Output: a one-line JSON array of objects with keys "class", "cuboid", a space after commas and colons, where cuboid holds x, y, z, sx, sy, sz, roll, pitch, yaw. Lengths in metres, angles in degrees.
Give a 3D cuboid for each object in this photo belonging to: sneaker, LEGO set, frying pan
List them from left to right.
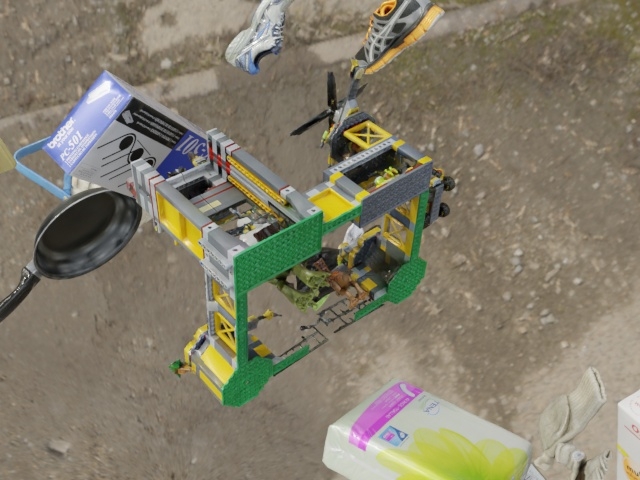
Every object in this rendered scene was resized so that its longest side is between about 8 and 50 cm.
[{"class": "frying pan", "cuboid": [-0.423, 0.032, 1.263, 0.326, 0.197, 0.053, -48, 68, 13]}, {"class": "sneaker", "cuboid": [-0.069, -0.286, 1.058, 0.058, 0.052, 0.135, 41, 104, 10]}, {"class": "LEGO set", "cuboid": [-0.045, -0.014, 0.784, 0.331, 0.254, 0.192, -34, 53, -24]}, {"class": "sneaker", "cuboid": [0.114, -0.349, 1.265, 0.083, 0.215, 0.084, 44, 58, -12]}]

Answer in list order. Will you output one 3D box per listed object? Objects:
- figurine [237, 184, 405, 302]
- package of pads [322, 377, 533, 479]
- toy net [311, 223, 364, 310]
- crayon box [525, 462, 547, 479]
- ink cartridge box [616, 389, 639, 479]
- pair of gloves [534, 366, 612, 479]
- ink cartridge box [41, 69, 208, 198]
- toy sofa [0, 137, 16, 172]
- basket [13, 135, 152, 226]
[{"class": "figurine", "cuboid": [0.000, 0.000, 1.259, 0.215, 0.209, 0.092, 34, 47, -33]}, {"class": "package of pads", "cuboid": [0.188, 0.363, 1.303, 0.297, 0.101, 0.229, 22, 24, 28]}, {"class": "toy net", "cuboid": [0.041, 0.056, 1.722, 0.045, 0.122, 0.232, 33, 83, 15]}, {"class": "crayon box", "cuboid": [0.345, 0.600, 1.500, 0.323, 0.203, 0.083, -41, 125, 1]}, {"class": "ink cartridge box", "cuboid": [0.308, 0.188, 0.642, 0.062, 0.181, 0.104, -26, 36, -16]}, {"class": "pair of gloves", "cuboid": [0.385, 0.338, 1.188, 0.042, 0.204, 0.240, 14, 47, -4]}, {"class": "ink cartridge box", "cuboid": [-0.187, -0.096, 0.801, 0.046, 0.207, 0.097, 43, 95, 17]}, {"class": "toy sofa", "cuboid": [-0.576, -0.047, 1.036, 0.177, 0.150, 0.362, -16, 36, 12]}, {"class": "basket", "cuboid": [-0.461, -0.148, 1.621, 0.289, 0.201, 0.255, 39, 49, 14]}]
